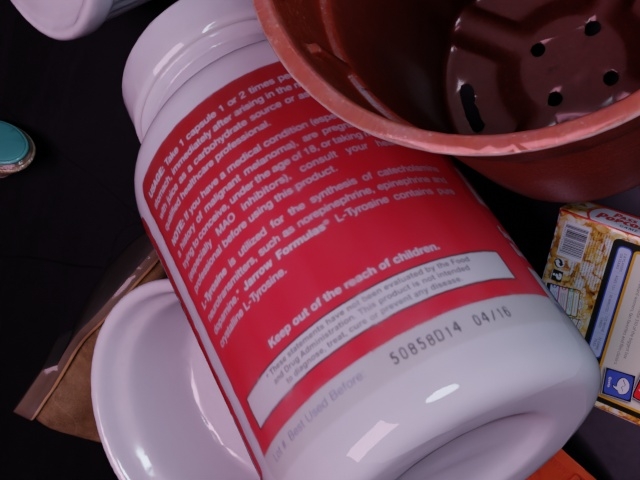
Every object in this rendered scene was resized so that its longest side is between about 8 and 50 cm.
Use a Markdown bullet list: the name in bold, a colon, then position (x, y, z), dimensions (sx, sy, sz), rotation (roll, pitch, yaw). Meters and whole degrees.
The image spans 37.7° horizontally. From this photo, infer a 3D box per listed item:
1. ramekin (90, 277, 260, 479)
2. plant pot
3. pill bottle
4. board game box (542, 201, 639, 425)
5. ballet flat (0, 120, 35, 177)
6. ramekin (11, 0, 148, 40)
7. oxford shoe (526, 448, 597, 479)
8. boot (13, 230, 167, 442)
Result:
- **ramekin**: position (-0.076, 0.154, 0.898), dimensions (0.277, 0.135, 0.277), rotation (10, 108, 31)
- **plant pot**: position (0.134, -0.148, 0.556), dimensions (0.272, 0.265, 0.273), rotation (-4, 78, 22)
- **pill bottle**: position (0.000, 0.000, 0.694), dimensions (0.229, 0.229, 0.408), rotation (-53, 52, 32)
- **board game box**: position (0.258, 0.068, 0.701), dimensions (0.193, 0.045, 0.147), rotation (22, 115, 28)
- **ballet flat**: position (-0.401, -0.110, 1.099), dimensions (0.206, 0.073, 0.067), rotation (26, 144, 29)
- **ramekin**: position (-0.209, -0.322, 0.817), dimensions (0.273, 0.127, 0.273), rotation (33, 135, 40)
- **oxford shoe**: position (0.173, 0.217, 0.793), dimensions (0.271, 0.096, 0.098), rotation (61, 160, -3)
- **boot**: position (-0.217, 0.107, 1.025), dimensions (0.115, 0.112, 0.305), rotation (33, 120, -12)
